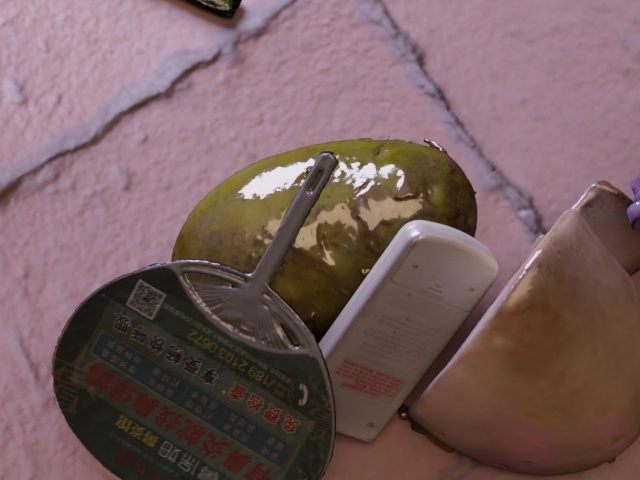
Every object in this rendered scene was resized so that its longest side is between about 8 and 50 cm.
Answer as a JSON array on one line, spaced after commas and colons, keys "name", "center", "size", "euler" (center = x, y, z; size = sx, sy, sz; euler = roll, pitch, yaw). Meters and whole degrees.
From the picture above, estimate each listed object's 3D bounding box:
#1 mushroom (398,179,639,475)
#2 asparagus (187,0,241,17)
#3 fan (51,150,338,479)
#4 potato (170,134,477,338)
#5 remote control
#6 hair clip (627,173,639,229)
[{"name": "mushroom", "center": [0.201, 0.079, 1.201], "size": [0.162, 0.173, 0.236], "euler": [38, 77, 3]}, {"name": "asparagus", "center": [-0.175, -0.236, 1.329], "size": [0.233, 0.023, 0.022], "euler": [22, 32, 1]}, {"name": "fan", "center": [-0.097, 0.075, 1.200], "size": [0.223, 0.012, 0.294], "euler": [3, 103, 13]}, {"name": "potato", "center": [0.000, 0.000, 1.238], "size": [0.251, 0.113, 0.149], "euler": [-20, 95, 5]}, {"name": "remote control", "center": [0.053, 0.068, 1.201], "size": [0.087, 0.029, 0.190], "euler": [21, 116, -28]}, {"name": "hair clip", "center": [0.322, -0.054, 1.235], "size": [0.278, 0.137, 0.090], "euler": [0, 70, -45]}]
